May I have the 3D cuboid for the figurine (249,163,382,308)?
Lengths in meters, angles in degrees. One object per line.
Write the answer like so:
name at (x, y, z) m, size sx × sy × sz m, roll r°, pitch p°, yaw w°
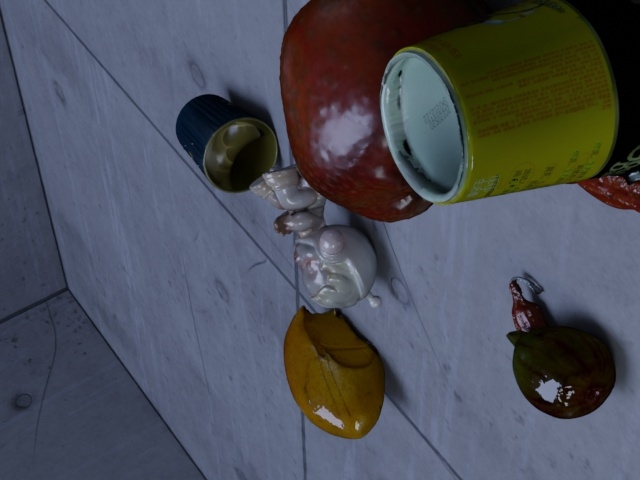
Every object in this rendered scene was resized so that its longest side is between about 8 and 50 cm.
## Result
figurine at (0.005, -0.003, 2.064) m, size 0.182 × 0.144 × 0.257 m, roll -14°, pitch 101°, yaw 47°

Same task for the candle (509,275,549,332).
candle at (0.272, 0.120, 1.697) m, size 0.162 × 0.053 × 0.048 m, roll 65°, pitch 153°, yaw 0°

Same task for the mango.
mango at (0.024, 0.226, 2.268) m, size 0.126 × 0.153 × 0.252 m, roll 78°, pitch 168°, yaw -51°

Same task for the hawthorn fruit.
hawthorn fruit at (0.079, -0.176, 1.485) m, size 0.275 × 0.275 × 0.300 m, roll -20°, pitch 89°, yaw 69°

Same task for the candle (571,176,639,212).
candle at (0.331, -0.044, 1.371) m, size 0.051 × 0.048 × 0.329 m, roll 26°, pitch -177°, yaw -37°

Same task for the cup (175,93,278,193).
cup at (-0.149, -0.154, 2.258) m, size 0.176 × 0.131 × 0.155 m, roll 47°, pitch 177°, yaw -39°

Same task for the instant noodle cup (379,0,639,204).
instant noodle cup at (0.192, -0.132, 1.290) m, size 0.215 × 0.236 × 0.216 m, roll 47°, pitch 146°, yaw 45°

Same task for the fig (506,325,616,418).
fig at (0.279, 0.144, 1.633) m, size 0.155 × 0.109 × 0.103 m, roll 48°, pitch 159°, yaw 47°
